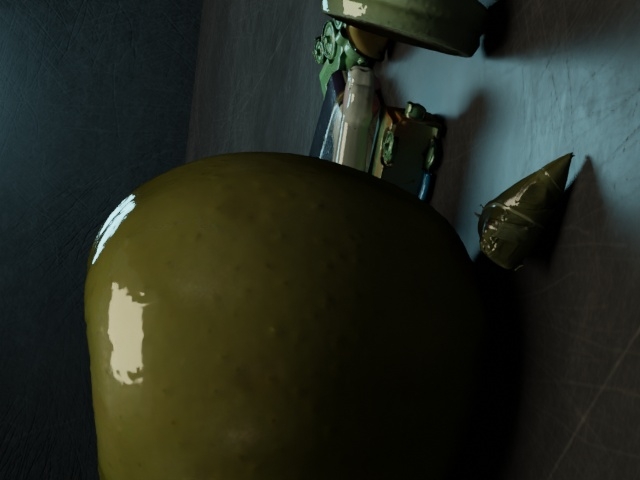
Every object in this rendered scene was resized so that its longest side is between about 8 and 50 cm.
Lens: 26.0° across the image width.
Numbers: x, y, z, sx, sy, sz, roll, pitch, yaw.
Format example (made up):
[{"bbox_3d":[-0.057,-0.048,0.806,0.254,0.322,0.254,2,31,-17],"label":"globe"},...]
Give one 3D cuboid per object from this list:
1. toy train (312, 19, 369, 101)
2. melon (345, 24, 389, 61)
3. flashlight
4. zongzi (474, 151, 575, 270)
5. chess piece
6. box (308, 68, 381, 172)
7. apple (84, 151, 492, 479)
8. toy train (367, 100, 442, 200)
[{"bbox_3d":[0.040,-0.281,2.062,0.178,0.071,0.104,123,142,-63],"label":"toy train"},{"bbox_3d":[0.074,-0.340,1.931,0.128,0.079,0.160,-92,15,-46],"label":"melon"},{"bbox_3d":[0.044,-0.119,1.754,0.093,0.047,0.200,-100,17,-75],"label":"flashlight"},{"bbox_3d":[0.206,-0.045,1.385,0.130,0.062,0.154,-59,4,13],"label":"zongzi"},{"bbox_3d":[0.129,-0.372,1.558,0.194,0.195,0.299,-143,69,-74],"label":"chess piece"},{"bbox_3d":[0.045,-0.106,1.956,0.259,0.071,0.168,-105,25,-52],"label":"box"},{"bbox_3d":[-0.043,0.126,1.490,0.473,0.474,0.473,-174,90,-76],"label":"apple"},{"bbox_3d":[0.101,-0.085,1.736,0.099,0.072,0.188,-103,23,-71],"label":"toy train"}]
